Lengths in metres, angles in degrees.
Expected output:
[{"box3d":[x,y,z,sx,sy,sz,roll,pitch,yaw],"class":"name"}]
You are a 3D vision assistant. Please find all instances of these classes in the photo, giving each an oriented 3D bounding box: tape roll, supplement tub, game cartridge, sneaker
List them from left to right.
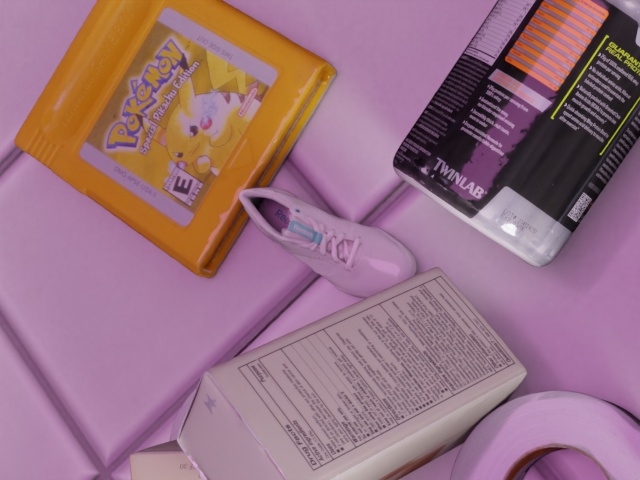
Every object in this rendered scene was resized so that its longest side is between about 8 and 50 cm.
[{"box3d":[-0.180,-0.156,1.561,0.323,0.052,0.285,33,94,24],"class":"game cartridge"},{"box3d":[0.000,0.000,1.430,0.212,0.094,0.080,25,89,25],"class":"sneaker"},{"box3d":[0.230,-0.149,1.305,0.193,0.193,0.316,37,95,25],"class":"supplement tub"},{"box3d":[0.238,0.258,1.291,0.219,0.072,0.219,-5,78,22],"class":"tape roll"}]

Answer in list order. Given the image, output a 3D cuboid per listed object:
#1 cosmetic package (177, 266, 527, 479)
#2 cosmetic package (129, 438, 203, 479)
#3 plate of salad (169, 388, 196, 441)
[{"box3d":[0.032,0.158,1.271,0.153,0.296,0.129,53,142,23],"class":"cosmetic package"},{"box3d":[-0.091,0.360,1.360,0.160,0.113,0.310,-7,88,24],"class":"cosmetic package"},{"box3d":[-0.075,0.240,1.438,0.199,0.048,0.200,0,90,24],"class":"plate of salad"}]
